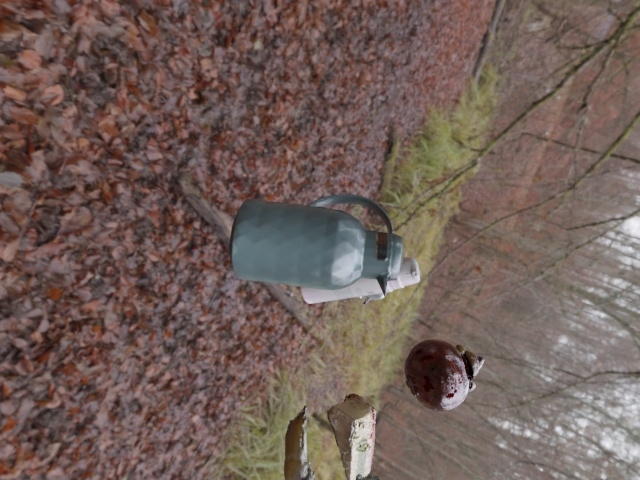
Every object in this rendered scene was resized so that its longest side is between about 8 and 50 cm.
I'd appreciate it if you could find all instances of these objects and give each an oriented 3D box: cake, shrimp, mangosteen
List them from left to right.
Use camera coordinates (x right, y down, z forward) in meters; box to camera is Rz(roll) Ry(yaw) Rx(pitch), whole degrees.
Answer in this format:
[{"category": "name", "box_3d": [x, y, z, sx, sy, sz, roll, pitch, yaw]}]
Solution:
[{"category": "shrimp", "box_3d": [0.008, 0.548, 1.037, 0.185, 0.287, 0.068, -47, 165, 0]}, {"category": "cake", "box_3d": [0.078, 0.512, 1.183, 0.086, 0.116, 0.221, -15, 118, -32]}, {"category": "mangosteen", "box_3d": [0.388, 0.404, 1.385, 0.257, 0.215, 0.215, -15, 136, -17]}]

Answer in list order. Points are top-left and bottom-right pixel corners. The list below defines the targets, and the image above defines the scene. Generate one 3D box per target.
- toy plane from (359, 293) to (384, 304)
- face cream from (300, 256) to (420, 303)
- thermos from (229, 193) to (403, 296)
[{"category": "toy plane", "box_3d": [0.118, 0.147, 1.524, 0.101, 0.255, 0.251, -45, 131, -12]}, {"category": "face cream", "box_3d": [0.113, 0.110, 1.277, 0.102, 0.345, 0.102, -12, 90, -68]}, {"category": "thermos", "box_3d": [0.000, 0.000, 0.782, 0.145, 0.286, 0.182, 86, 11, -63]}]
